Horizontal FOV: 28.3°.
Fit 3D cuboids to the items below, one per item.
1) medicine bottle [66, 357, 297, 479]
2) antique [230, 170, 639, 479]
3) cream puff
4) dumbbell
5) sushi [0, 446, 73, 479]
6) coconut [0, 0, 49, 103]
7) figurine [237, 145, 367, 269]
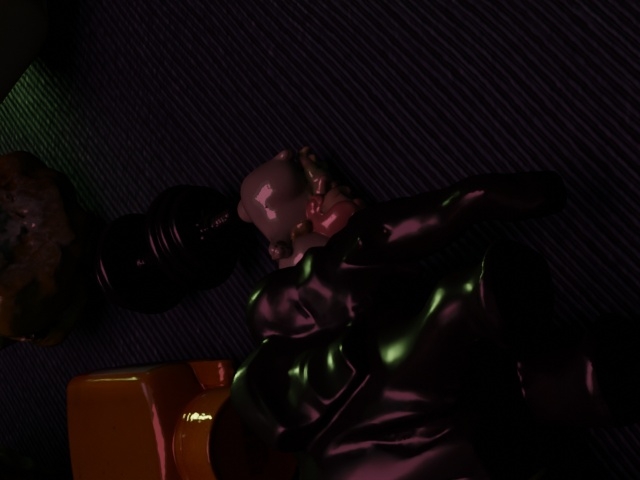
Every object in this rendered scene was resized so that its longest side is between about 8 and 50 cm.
[{"bbox_3d":[-0.126,0.183,1.142,0.222,0.112,0.149,-9,87,48],"label":"medicine bottle"},{"bbox_3d":[0.080,0.126,0.858,0.255,0.185,0.322,-10,89,47],"label":"antique"},{"bbox_3d":[-0.329,0.015,1.323,0.221,0.194,0.195,54,130,15],"label":"cream puff"},{"bbox_3d":[-0.139,0.009,1.150,0.208,0.099,0.099,-26,74,45],"label":"dumbbell"},{"bbox_3d":[-0.398,0.353,1.306,0.281,0.299,0.294,145,132,-69],"label":"sushi"},{"bbox_3d":[-0.445,-0.232,1.308,0.323,0.323,0.323,6,98,47],"label":"coconut"},{"bbox_3d":[-0.005,-0.002,1.015,0.098,0.081,0.146,-52,56,37],"label":"figurine"}]
